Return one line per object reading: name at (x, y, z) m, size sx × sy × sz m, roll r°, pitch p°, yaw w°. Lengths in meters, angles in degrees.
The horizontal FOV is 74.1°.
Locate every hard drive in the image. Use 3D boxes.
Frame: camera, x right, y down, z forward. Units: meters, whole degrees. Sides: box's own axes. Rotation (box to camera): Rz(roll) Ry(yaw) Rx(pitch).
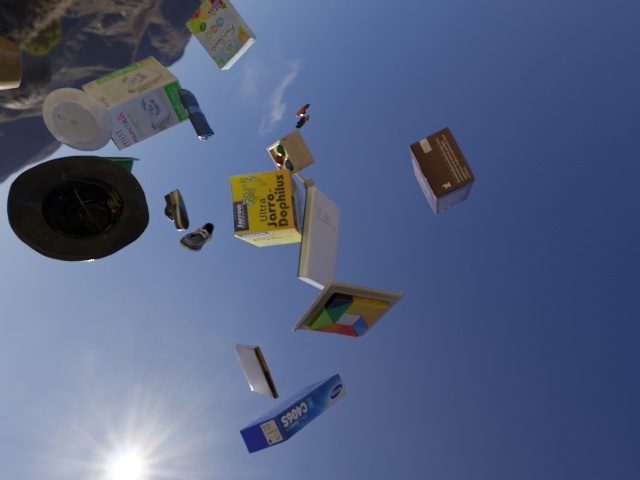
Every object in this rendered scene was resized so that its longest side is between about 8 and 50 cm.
hard drive at (0.000, 0.000, 1.478) m, size 0.040 × 0.210 × 0.318 m, roll -5°, pitch -112°, yaw 28°

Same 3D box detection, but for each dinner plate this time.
dinner plate at (-0.522, -0.254, 0.907) m, size 0.141 × 0.141 × 0.017 m, roll -27°, pitch -148°, yaw 16°

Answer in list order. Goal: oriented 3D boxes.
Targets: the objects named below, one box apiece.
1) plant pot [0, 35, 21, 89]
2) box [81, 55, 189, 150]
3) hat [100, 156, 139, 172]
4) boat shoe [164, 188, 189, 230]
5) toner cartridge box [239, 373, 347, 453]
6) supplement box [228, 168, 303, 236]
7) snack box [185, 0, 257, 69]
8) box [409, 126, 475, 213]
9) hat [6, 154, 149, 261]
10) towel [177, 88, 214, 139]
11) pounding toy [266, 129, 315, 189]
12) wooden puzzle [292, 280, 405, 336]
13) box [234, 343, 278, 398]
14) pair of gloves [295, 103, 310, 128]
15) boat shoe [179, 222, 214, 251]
plant pot at (-0.983, -0.504, 1.162) m, size 0.237 × 0.254 × 0.237 m, roll 2°, pitch -87°, yaw 46°
box at (-0.529, -0.400, 1.225) m, size 0.231 × 0.126 × 0.262 m, roll -30°, pitch -134°, yaw -15°
hat at (-0.742, -0.210, 1.544) m, size 0.173 × 0.183 × 0.208 m, roll 6°, pitch -167°, yaw 12°
boat shoe at (-0.366, -0.071, 1.068) m, size 0.049 × 0.056 × 0.152 m, roll -23°, pitch -138°, yaw -4°
toner cartridge box at (-0.073, 0.538, 1.342) m, size 0.165 × 0.348 × 0.075 m, roll -32°, pitch -103°, yaw 32°
supplement box at (-0.166, -0.098, 1.469) m, size 0.195 × 0.356 × 0.194 m, roll -7°, pitch -97°, yaw 4°
snack box at (-0.367, -0.776, 1.571) m, size 0.174 × 0.207 × 0.070 m, roll -34°, pitch -169°, yaw 28°
box at (0.414, -0.224, 1.459) m, size 0.143 × 0.381 × 0.191 m, roll -26°, pitch -100°, yaw 13°
hat at (-0.648, -0.072, 1.146) m, size 0.134 × 0.331 × 0.331 m, roll -34°, pitch -149°, yaw 48°
towel at (-0.298, -0.302, 1.015) m, size 0.029 × 0.119 × 0.067 m, roll -24°, pitch -172°, yaw 7°
pounding toy at (-0.105, -0.267, 1.537) m, size 0.094 × 0.206 × 0.181 m, roll -35°, pitch -166°, yaw -26°
wooden puzzle at (0.073, 0.192, 1.103) m, size 0.221 × 0.239 × 0.044 m, roll -56°, pitch -144°, yaw 41°
box at (-0.205, 0.407, 1.332) m, size 0.021 × 0.164 × 0.201 m, roll -23°, pitch -179°, yaw -31°
pair of gloves at (-0.061, -0.431, 1.469) m, size 0.074 × 0.010 × 0.083 m, roll -24°, pitch -125°, yaw 48°
boat shoe at (-0.401, -0.017, 1.391) m, size 0.065 × 0.075 × 0.206 m, roll -59°, pitch -177°, yaw 12°
